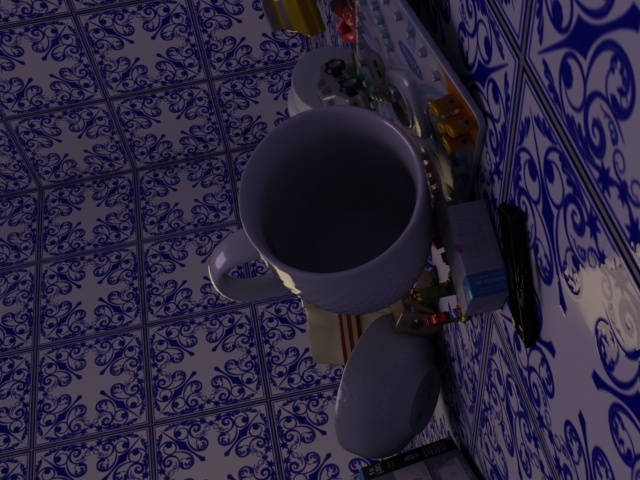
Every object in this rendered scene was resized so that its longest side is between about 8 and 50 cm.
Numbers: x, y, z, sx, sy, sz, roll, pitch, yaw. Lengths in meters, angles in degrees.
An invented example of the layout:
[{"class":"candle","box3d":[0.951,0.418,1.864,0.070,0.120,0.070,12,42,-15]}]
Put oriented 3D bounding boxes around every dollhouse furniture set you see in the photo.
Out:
[{"class":"dollhouse furniture set","box3d":[0.216,0.091,1.835,0.181,0.101,0.160,-104,28,-52]}]

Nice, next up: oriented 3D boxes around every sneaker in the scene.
[{"class":"sneaker","box3d":[0.086,-0.425,1.431,0.314,0.136,0.115,88,170,-72]}]

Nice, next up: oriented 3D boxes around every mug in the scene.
[{"class":"mug","box3d":[0.000,0.000,1.333,0.328,0.374,0.276,61,-173,-66]}]

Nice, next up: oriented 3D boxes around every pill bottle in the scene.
[{"class":"pill bottle","box3d":[0.029,-0.329,2.196,0.392,0.224,0.224,84,174,-70]}]

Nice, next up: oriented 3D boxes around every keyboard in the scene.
[{"class":"keyboard","box3d":[0.258,0.047,1.065,0.108,0.023,0.180,-87,-14,-74]}]

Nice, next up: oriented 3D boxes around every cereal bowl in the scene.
[{"class":"cereal bowl","box3d":[0.177,0.341,1.876,0.339,0.141,0.338,-32,-51,-51]}]

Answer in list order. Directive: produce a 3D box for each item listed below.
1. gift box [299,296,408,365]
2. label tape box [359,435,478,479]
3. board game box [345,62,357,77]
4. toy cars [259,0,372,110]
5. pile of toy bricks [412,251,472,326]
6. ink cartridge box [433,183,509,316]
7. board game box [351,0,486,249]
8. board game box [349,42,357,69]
[{"class":"gift box","box3d":[0.075,0.154,2.066,0.255,0.277,0.258,-71,-22,-58]},{"class":"label tape box","box3d":[0.168,0.561,1.772,0.240,0.334,0.105,-118,9,-80]},{"class":"board game box","box3d":[0.103,-0.344,1.942,0.043,0.092,0.181,84,174,-54]},{"class":"toy cars","box3d":[-0.015,-0.325,1.439,0.176,0.087,0.393,66,178,-75]},{"class":"pile of toy bricks","box3d":[0.207,0.085,1.403,0.212,0.105,0.118,88,170,-75]},{"class":"ink cartridge box","box3d":[0.222,0.010,1.222,0.104,0.062,0.181,86,171,-70]},{"class":"board game box","box3d":[0.131,-0.220,1.350,0.390,0.050,0.389,83,161,-63]},{"class":"board game box","box3d":[0.096,-0.500,1.829,0.193,0.053,0.305,-105,4,-47]}]
